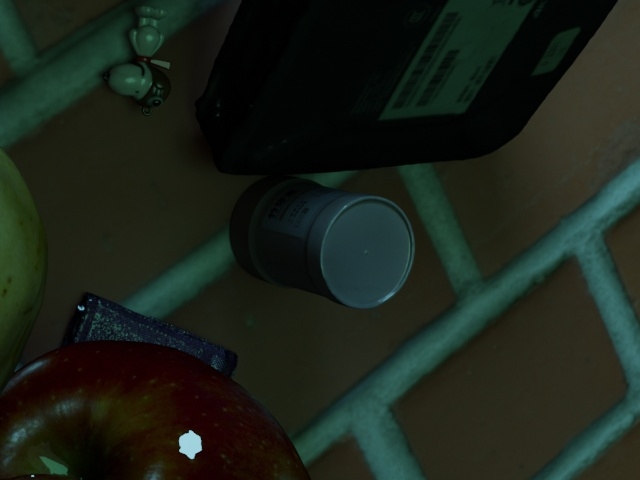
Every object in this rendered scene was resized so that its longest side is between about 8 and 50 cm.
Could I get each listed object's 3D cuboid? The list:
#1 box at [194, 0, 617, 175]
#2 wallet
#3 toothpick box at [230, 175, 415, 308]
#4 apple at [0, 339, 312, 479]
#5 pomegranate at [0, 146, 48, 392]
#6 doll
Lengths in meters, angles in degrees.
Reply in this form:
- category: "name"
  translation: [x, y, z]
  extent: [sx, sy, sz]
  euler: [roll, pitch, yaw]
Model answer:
- category: "box"
  translation: [0.095, -0.187, 1.614]
  extent: [0.350, 0.091, 0.359]
  euler: [-6, 145, -32]
- category: "wallet"
  translation: [-0.153, 0.122, 1.649]
  extent: [0.166, 0.030, 0.111]
  euler: [24, 86, -34]
- category: "toothpick box"
  translation: [0.000, 0.000, 1.656]
  extent: [0.098, 0.149, 0.098]
  euler: [-7, 103, -32]
- category: "apple"
  translation: [-0.141, 0.226, 1.514]
  extent: [0.288, 0.288, 0.317]
  euler: [-56, 142, -12]
- category: "pomegranate"
  translation: [-0.348, 0.038, 1.352]
  extent: [0.319, 0.319, 0.319]
  euler: [-7, 102, -32]
- category: "doll"
  translation: [-0.145, -0.151, 1.603]
  extent: [0.058, 0.040, 0.085]
  euler: [27, 84, -24]
